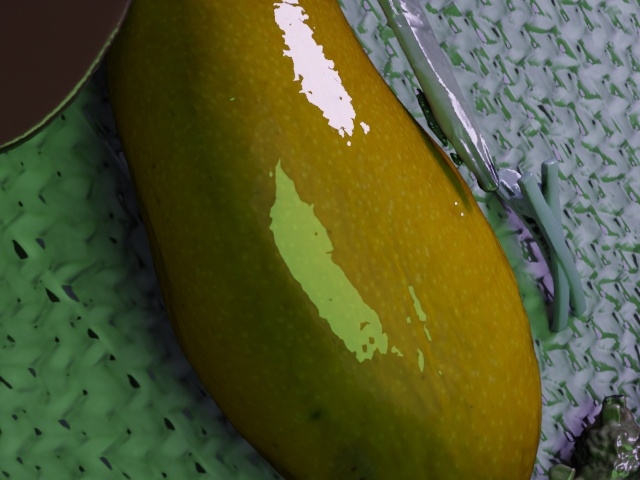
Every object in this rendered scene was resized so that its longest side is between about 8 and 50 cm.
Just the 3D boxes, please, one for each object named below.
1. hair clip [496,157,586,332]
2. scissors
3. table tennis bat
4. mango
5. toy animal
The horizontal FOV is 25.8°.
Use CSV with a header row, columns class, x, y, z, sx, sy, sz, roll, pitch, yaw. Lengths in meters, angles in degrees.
class,x,y,z,sx,sy,sz,roll,pitch,yaw
hair clip,0.138,0.002,0.866,0.030,0.039,0.115,-30,116,-21
scissors,0.024,-0.156,0.723,0.109,0.022,0.300,-10,71,-48
table tennis bat,-0.142,-0.146,0.656,0.138,0.022,0.246,29,72,2
mango,-0.003,0.000,0.706,0.187,0.144,0.359,-41,104,-45
toy animal,0.145,0.188,0.834,0.069,0.086,0.219,34,72,14
